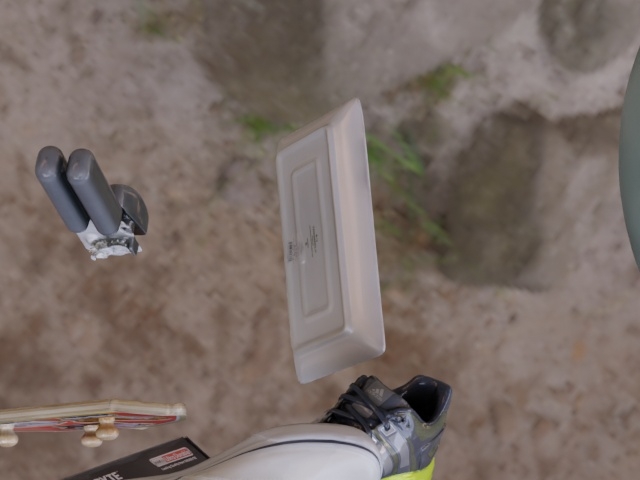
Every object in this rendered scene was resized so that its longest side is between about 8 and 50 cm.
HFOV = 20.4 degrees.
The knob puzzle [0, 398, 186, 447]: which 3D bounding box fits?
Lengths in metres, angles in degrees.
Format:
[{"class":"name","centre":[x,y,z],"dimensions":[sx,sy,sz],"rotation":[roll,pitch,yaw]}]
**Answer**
[{"class":"knob puzzle","centre":[-0.201,0.163,1.540],"dimensions":[0.213,0.213,0.030],"rotation":[8,75,-49]}]

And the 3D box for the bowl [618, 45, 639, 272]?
[{"class":"bowl","centre":[0.282,-0.038,0.784],"dimensions":[0.311,0.311,0.163],"rotation":[-59,169,9]}]

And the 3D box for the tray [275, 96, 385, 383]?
[{"class":"tray","centre":[0.000,0.000,1.809],"dimensions":[0.030,0.270,0.145],"rotation":[7,159,-35]}]

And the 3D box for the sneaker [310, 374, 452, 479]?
[{"class":"sneaker","centre":[0.018,0.186,1.638],"dimensions":[0.300,0.111,0.121],"rotation":[-10,127,-56]}]

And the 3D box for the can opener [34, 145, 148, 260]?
[{"class":"can opener","centre":[-0.269,-0.048,2.089],"dimensions":[0.280,0.074,0.093],"rotation":[67,27,-70]}]

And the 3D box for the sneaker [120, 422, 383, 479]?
[{"class":"sneaker","centre":[-0.066,0.209,1.304],"dimensions":[0.258,0.091,0.094],"rotation":[-16,122,-16]}]

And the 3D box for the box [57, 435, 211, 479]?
[{"class":"box","centre":[-0.143,0.362,2.032],"dimensions":[0.073,0.293,0.295],"rotation":[-57,159,20]}]
